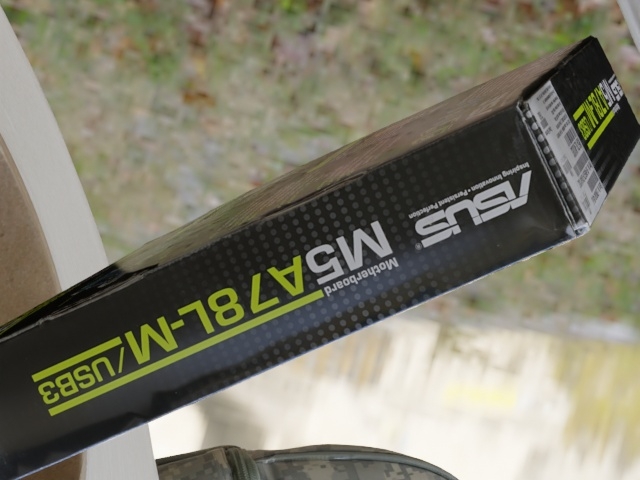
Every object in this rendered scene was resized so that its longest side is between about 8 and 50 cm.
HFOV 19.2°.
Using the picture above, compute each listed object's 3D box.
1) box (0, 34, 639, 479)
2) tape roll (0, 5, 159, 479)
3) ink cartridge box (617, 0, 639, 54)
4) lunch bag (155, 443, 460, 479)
[{"bbox_3d":[0.000,0.000,0.574,0.184,0.045,0.191,-27,-176,16],"label":"box"},{"bbox_3d":[-0.157,0.020,0.673,0.072,0.392,0.392,-18,163,9],"label":"tape roll"},{"bbox_3d":[0.233,-0.170,0.920,0.201,0.278,0.117,-23,165,11],"label":"ink cartridge box"},{"bbox_3d":[-0.030,0.255,1.371,0.256,0.212,0.305,-12,167,-16],"label":"lunch bag"}]
